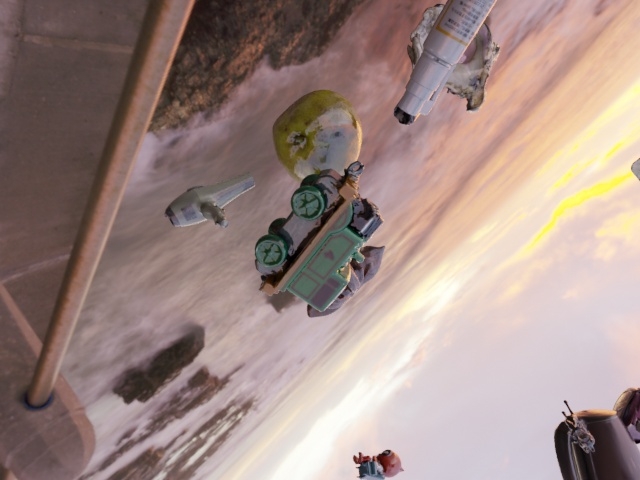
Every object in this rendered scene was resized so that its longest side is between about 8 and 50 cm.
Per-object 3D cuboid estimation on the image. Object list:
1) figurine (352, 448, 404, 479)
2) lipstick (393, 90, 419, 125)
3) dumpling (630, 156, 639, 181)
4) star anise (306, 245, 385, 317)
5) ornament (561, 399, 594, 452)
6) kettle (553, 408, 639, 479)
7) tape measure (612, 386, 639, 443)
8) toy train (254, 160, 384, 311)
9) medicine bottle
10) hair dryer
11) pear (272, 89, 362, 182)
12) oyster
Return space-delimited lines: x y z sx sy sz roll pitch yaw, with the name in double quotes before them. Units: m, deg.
"figurine" 0.159 0.596 1.147 0.140 0.075 0.068 10 137 -25
"lipstick" 0.332 -0.489 1.296 0.418 0.077 0.077 -55 174 -30
"dumpling" 0.782 -0.134 0.930 0.151 0.229 0.124 -42 -153 25
"star anise" 0.069 0.117 1.278 0.315 0.108 0.315 -42 168 -11
"ornament" 0.438 0.324 0.729 0.028 0.073 0.125 -37 168 16
"kettle" 0.572 0.474 0.889 0.202 0.232 0.144 -7 163 -20
"tape measure" 0.700 0.392 0.959 0.125 0.074 0.118 -50 155 -26
"toy train" 0.000 0.000 0.576 0.227 0.136 0.091 -49 -172 19
"medicine bottle" 0.198 -0.296 0.664 0.092 0.061 0.220 -8 138 -47
"hair dryer" -0.223 -0.099 1.013 0.219 0.225 0.088 -44 126 -37
"pear" -0.007 -0.284 1.218 0.269 0.269 0.321 -49 175 19
"oyster" 0.244 -0.322 0.786 0.164 0.190 0.081 -10 180 5
